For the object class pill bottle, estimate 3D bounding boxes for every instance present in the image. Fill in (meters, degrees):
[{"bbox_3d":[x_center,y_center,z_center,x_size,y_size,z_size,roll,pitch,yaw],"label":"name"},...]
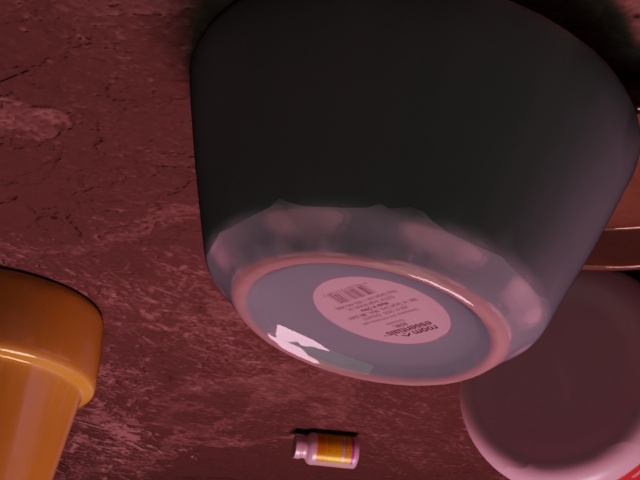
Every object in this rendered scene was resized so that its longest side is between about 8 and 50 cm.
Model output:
[{"bbox_3d":[0.007,0.272,1.727,0.083,0.043,0.043,8,155,-11],"label":"pill bottle"},{"bbox_3d":[0.303,0.176,1.281,0.210,0.210,0.363,-13,152,31],"label":"pill bottle"}]

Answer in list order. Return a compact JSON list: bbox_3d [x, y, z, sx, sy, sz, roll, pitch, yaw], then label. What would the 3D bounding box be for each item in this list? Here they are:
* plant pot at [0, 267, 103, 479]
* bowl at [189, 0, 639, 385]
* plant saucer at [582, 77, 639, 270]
[{"bbox_3d":[-0.352,0.177,1.311,0.254,0.239,0.254,1,155,1],"label":"plant pot"},{"bbox_3d":[0.044,-0.014,0.876,0.312,0.163,0.311,11,152,6],"label":"bowl"},{"bbox_3d":[0.231,-0.047,0.996,0.278,0.041,0.278,1,156,1],"label":"plant saucer"}]
